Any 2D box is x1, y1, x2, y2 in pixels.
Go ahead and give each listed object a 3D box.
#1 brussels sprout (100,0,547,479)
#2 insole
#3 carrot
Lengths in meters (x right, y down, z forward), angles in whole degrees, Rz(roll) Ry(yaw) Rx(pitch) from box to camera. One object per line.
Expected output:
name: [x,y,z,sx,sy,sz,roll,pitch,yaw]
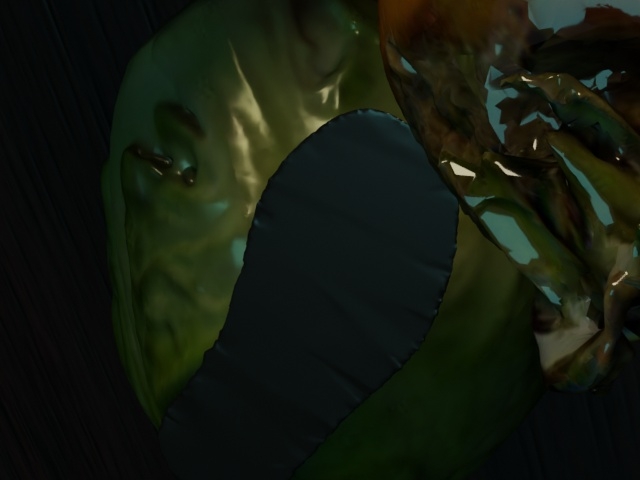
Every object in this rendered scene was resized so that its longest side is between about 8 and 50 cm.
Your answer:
brussels sprout: [0.000,0.000,0.727,0.219,0.210,0.271,13,128,66]
insole: [-0.008,0.038,0.607,0.080,0.003,0.232,35,132,5]
carrot: [0.123,-0.087,0.495,0.214,0.331,0.193,41,147,-26]
